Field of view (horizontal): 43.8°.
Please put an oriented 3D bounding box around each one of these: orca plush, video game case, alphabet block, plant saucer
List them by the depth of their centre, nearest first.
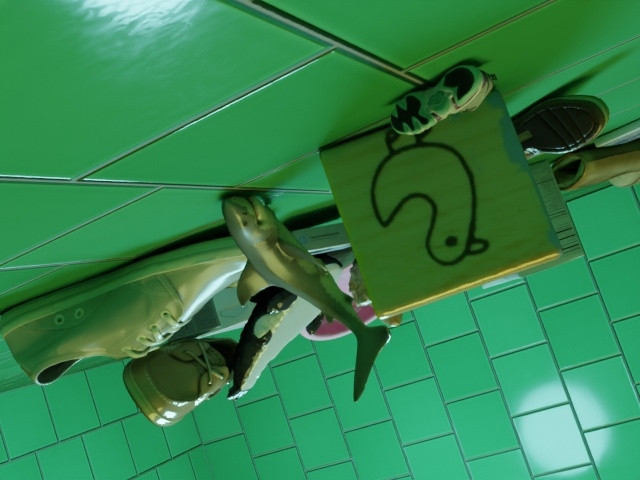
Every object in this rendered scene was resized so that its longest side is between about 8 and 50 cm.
[{"bbox_3d":[0.127,-0.031,0.886,0.197,0.192,0.193,-20,172,3],"label":"alphabet block"},{"bbox_3d":[-0.081,0.128,1.336,0.151,0.102,0.287,6,118,-50],"label":"orca plush"},{"bbox_3d":[0.610,-0.216,1.486,0.157,0.019,0.143,-26,171,42],"label":"video game case"},{"bbox_3d":[0.074,0.105,1.896,0.332,0.084,0.332,-25,148,-17],"label":"plant saucer"}]

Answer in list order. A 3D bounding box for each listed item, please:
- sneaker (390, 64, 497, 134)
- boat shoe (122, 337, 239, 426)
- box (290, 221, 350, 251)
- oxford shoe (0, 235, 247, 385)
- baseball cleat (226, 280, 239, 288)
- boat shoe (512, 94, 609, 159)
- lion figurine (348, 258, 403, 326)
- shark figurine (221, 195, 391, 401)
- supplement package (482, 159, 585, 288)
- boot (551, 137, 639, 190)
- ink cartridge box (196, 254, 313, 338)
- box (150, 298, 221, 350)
[{"bbox_3d":[0.116,-0.124,0.724,0.098,0.038,0.069,-23,171,38],"label":"sneaker"},{"bbox_3d":[-0.213,0.209,1.299,0.110,0.121,0.341,-35,176,8],"label":"boat shoe"},{"bbox_3d":[0.000,0.000,1.293,0.145,0.038,0.186,-10,176,-18],"label":"box"},{"bbox_3d":[-0.247,0.096,1.149,0.449,0.130,0.169,-21,172,10],"label":"oxford shoe"},{"bbox_3d":[-0.172,0.046,1.280,0.206,0.072,0.109,-15,-172,10],"label":"baseball cleat"},{"bbox_3d":[0.290,-0.146,0.993,0.072,0.068,0.190,-29,-171,-28],"label":"boat shoe"},{"bbox_3d":[0.206,-0.019,1.357,0.392,0.142,0.240,-41,176,-2],"label":"lion figurine"},{"bbox_3d":[-0.038,0.060,0.972,0.116,0.278,0.166,-43,-169,1],"label":"shark figurine"},{"bbox_3d":[0.394,-0.027,1.620,0.149,0.203,0.194,-18,173,-14],"label":"supplement package"},{"bbox_3d":[0.595,-0.156,1.691,0.269,0.089,0.236,-16,164,-20],"label":"boot"},{"bbox_3d":[-0.127,0.102,1.594,0.198,0.115,0.273,-21,174,16],"label":"ink cartridge box"},{"bbox_3d":[-0.278,0.133,1.423,0.103,0.114,0.203,-13,173,-35],"label":"box"}]
